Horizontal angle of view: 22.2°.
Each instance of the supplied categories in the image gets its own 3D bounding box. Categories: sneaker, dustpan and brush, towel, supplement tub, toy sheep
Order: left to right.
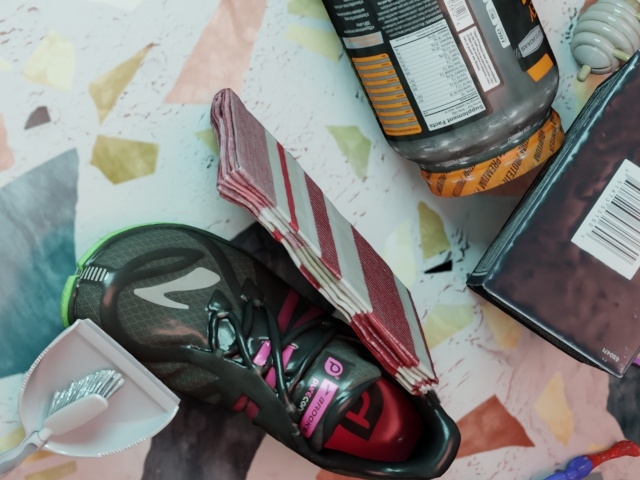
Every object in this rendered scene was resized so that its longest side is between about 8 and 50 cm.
[{"bbox_3d":[-0.265,0.183,1.645,0.147,0.211,0.060,45,33,-22],"label":"dustpan and brush"},{"bbox_3d":[-0.043,0.119,1.705,0.483,0.202,0.185,26,83,-26],"label":"sneaker"},{"bbox_3d":[0.000,0.000,1.711,0.037,0.237,0.329,-37,113,12],"label":"towel"},{"bbox_3d":[0.126,-0.230,1.753,0.207,0.207,0.338,-32,109,-20],"label":"supplement tub"},{"bbox_3d":[0.340,-0.237,1.924,0.091,0.091,0.132,48,62,-22],"label":"toy sheep"}]

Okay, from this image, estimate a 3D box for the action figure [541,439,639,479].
[{"bbox_3d":[0.279,0.317,1.926,0.280,0.139,0.091,-15,100,-22],"label":"action figure"}]

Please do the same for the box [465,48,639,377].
[{"bbox_3d":[0.316,-0.024,1.771,0.183,0.294,0.296,34,90,1],"label":"box"}]

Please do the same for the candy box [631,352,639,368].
[{"bbox_3d":[0.431,0.083,1.994,0.196,0.070,0.165,22,97,-26],"label":"candy box"}]
